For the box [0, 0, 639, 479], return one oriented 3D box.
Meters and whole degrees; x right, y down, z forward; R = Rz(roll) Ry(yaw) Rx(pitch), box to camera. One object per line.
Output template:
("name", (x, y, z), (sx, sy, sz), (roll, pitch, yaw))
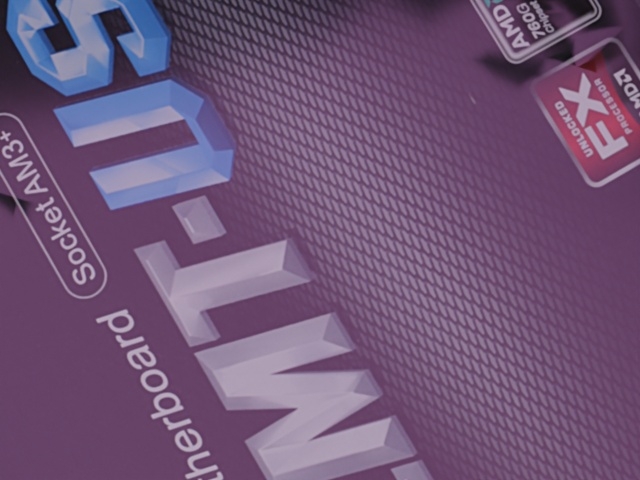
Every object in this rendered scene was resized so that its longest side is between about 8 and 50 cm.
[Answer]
("box", (0.000, 0.000, 0.410), (0.293, 0.073, 0.295), (-29, 83, -7))
